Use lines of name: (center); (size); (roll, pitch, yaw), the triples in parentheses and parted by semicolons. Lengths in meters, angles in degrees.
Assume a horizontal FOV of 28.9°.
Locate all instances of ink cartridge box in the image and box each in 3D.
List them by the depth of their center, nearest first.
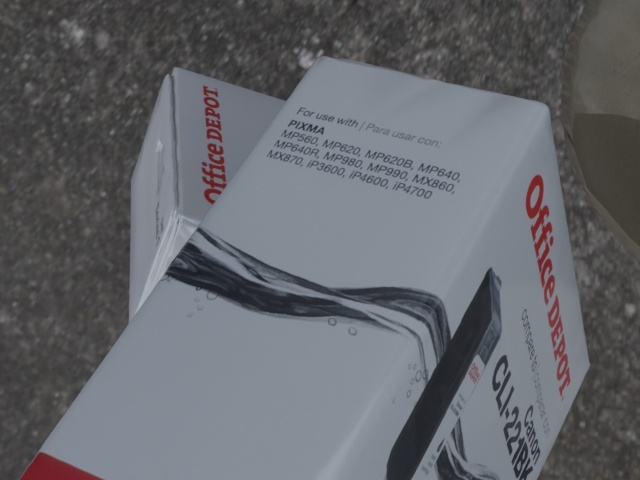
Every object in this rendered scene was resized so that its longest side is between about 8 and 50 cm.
ink cartridge box: (0.004, 0.090, 0.512); (0.114, 0.273, 0.197); (15, 149, 28)
ink cartridge box: (0.000, 0.000, 0.941); (0.278, 0.201, 0.117); (15, 123, -19)

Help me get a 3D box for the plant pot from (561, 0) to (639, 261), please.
plant pot: (0.261, -0.036, 0.588); (0.256, 0.274, 0.257); (1, 111, 3)
